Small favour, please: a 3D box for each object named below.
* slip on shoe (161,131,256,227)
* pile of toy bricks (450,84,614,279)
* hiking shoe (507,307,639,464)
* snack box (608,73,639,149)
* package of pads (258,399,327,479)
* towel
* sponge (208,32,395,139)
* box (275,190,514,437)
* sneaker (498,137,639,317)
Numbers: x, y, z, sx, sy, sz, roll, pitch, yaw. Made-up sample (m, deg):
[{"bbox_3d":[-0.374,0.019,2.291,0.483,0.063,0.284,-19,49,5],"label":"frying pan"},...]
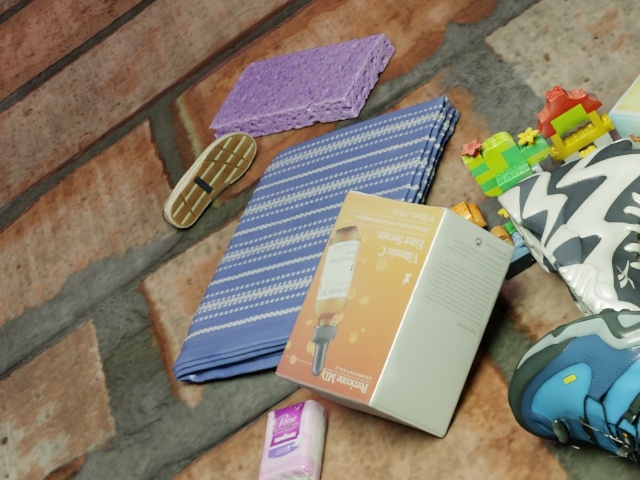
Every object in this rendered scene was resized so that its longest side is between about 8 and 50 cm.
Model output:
[{"bbox_3d":[-0.128,-0.069,1.705,0.135,0.051,0.041,-53,22,-13],"label":"slip on shoe"},{"bbox_3d":[0.163,-0.053,1.336,0.212,0.105,0.118,-32,32,9],"label":"pile of toy bricks"},{"bbox_3d":[0.244,0.124,1.018,0.304,0.113,0.132,-4,44,42],"label":"hiking shoe"},{"bbox_3d":[0.413,-0.194,1.310,0.322,0.060,0.187,-49,30,-18],"label":"snack box"},{"bbox_3d":[-0.023,0.177,1.291,0.050,0.032,0.083,-19,36,22],"label":"package of pads"},{"bbox_3d":[0.000,0.000,1.506,0.243,0.040,0.336,-15,36,35],"label":"towel"},{"bbox_3d":[-0.024,-0.175,1.750,0.210,0.031,0.117,-8,42,40],"label":"sponge"},{"bbox_3d":[0.061,0.059,1.256,0.130,0.091,0.170,11,76,51],"label":"box"},{"bbox_3d":[0.254,-0.005,1.195,0.153,0.094,0.235,-35,31,3],"label":"sneaker"}]
